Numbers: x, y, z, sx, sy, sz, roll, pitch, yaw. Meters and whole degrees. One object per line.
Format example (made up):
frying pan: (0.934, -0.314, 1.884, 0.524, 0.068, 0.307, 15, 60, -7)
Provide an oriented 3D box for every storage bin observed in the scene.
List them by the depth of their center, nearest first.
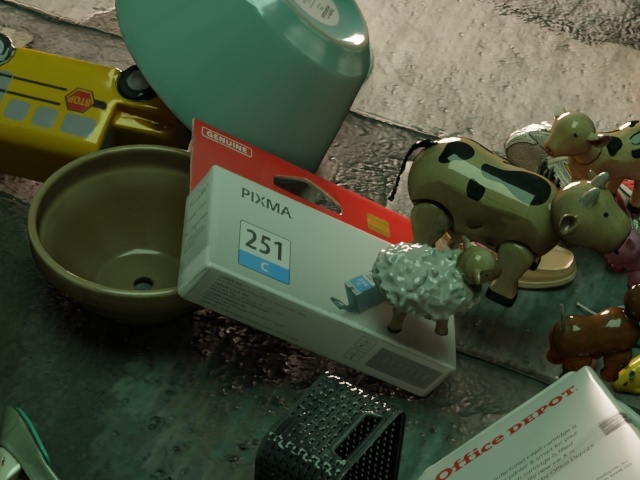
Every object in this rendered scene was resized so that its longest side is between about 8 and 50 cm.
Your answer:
storage bin: (0.005, 0.224, 1.580, 0.084, 0.180, 0.122, 27, 47, 23)

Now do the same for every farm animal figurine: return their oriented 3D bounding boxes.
farm animal figurine: (0.232, -0.032, 1.766, 0.327, 0.172, 0.330, 13, 43, 0)

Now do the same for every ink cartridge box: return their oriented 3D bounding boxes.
ink cartridge box: (0.216, 0.252, 1.495, 0.198, 0.114, 0.273, -34, 22, 4)
ink cartridge box: (0.000, 0.000, 1.801, 0.296, 0.066, 0.261, 24, 42, -24)

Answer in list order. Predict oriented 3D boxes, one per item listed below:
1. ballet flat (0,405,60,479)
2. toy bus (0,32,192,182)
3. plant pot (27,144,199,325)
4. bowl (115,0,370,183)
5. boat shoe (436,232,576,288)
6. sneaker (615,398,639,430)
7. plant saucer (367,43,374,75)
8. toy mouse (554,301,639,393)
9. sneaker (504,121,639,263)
ballet flat: (-0.267, 0.237, 1.624, 0.068, 0.072, 0.213, -25, 51, -23)
toy bus: (-0.319, -0.142, 1.969, 0.333, 0.108, 0.130, 13, 60, 9)
plant pot: (-0.187, 0.013, 1.844, 0.237, 0.109, 0.237, 2, 42, -2)
bowl: (-0.063, -0.234, 1.967, 0.311, 0.163, 0.311, 36, 29, -24)
boat shoe: (0.202, 0.007, 1.923, 0.170, 0.059, 0.063, 11, 43, 7)
sneaker: (0.338, 0.222, 1.687, 0.296, 0.147, 0.104, 11, 81, 44)
plant saucer: (-0.028, -0.250, 2.197, 0.195, 0.037, 0.195, 2, 42, -2)
toy mouse: (0.308, 0.103, 1.848, 0.161, 0.031, 0.143, -11, 45, -16)
sneaker: (0.292, -0.056, 1.979, 0.093, 0.088, 0.225, -30, 52, -30)
